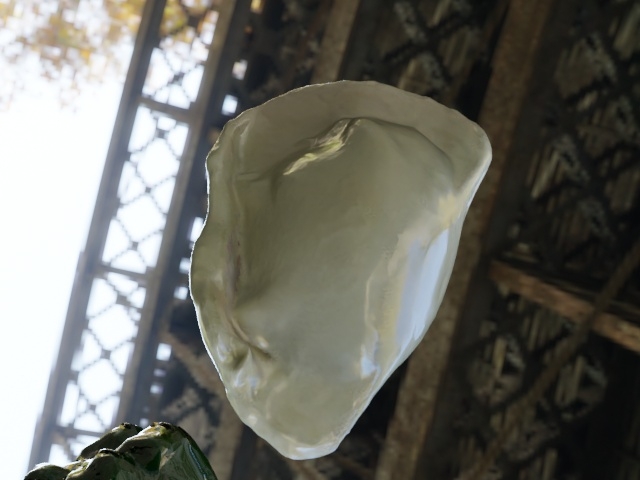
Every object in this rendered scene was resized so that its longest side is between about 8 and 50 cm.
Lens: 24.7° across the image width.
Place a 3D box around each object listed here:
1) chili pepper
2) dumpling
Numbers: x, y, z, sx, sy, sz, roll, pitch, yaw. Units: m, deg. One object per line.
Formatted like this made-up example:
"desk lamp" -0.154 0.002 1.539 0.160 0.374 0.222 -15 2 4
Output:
"chili pepper" -0.138 0.277 1.130 0.165 0.174 0.261 -10 -86 34
"dumpling" 0.000 0.000 0.795 0.229 0.151 0.124 -65 -173 -28
